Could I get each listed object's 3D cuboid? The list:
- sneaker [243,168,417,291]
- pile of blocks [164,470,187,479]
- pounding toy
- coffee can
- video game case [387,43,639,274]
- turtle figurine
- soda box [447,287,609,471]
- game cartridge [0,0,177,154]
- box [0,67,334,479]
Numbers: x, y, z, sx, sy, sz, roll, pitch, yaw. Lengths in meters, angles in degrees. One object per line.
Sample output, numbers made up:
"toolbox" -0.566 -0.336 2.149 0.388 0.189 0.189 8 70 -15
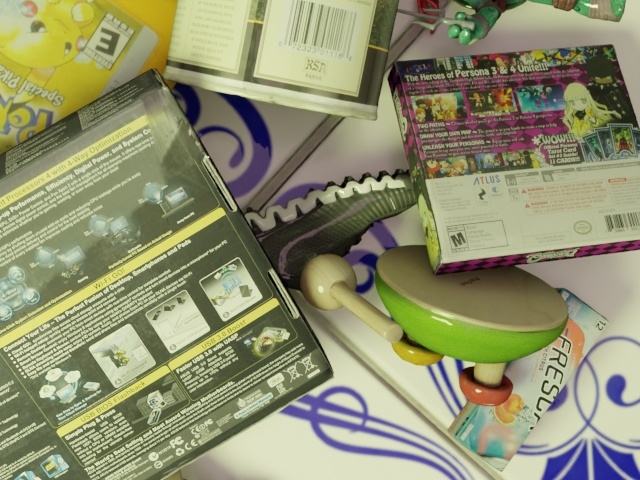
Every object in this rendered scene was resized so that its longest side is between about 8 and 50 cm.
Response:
"sneaker" 0.000 0.000 1.156 0.234 0.078 0.106 -17 94 0
"pile of blocks" -0.048 0.353 1.145 0.362 0.149 0.112 42 130 7
"pounding toy" 0.107 0.088 1.099 0.237 0.183 0.110 1 112 -30
"coffee can" -0.020 -0.261 1.060 0.201 0.201 0.275 11 97 -3
"video game case" 0.197 -0.081 1.130 0.232 0.042 0.210 -7 70 -13
"turtle figurine" 0.175 -0.270 1.146 0.234 0.118 0.175 3 92 5
"soda box" 0.203 0.134 1.167 0.058 0.063 0.183 36 88 -1
"game cartridge" -0.299 -0.148 1.086 0.285 0.053 0.323 34 79 -20
"box" -0.231 0.086 1.038 0.395 0.097 0.318 -31 115 -3
